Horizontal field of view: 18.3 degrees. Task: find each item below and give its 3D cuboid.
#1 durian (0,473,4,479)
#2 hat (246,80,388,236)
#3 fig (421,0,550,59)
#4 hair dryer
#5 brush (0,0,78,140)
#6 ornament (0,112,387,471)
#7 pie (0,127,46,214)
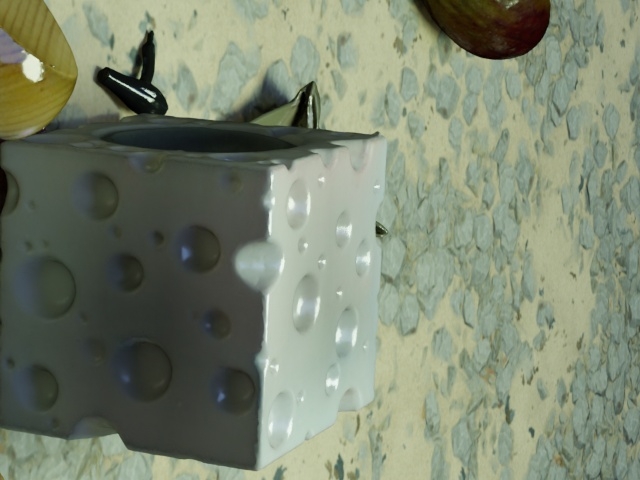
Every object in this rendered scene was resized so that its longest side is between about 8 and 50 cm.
[{"bbox_3d":[-0.318,0.173,1.455,0.191,0.112,0.341,-68,153,-45],"label":"durian"},{"bbox_3d":[-0.043,-0.046,1.938,0.144,0.173,0.166,125,-59,-77],"label":"hat"},{"bbox_3d":[0.156,-0.312,2.194,0.274,0.145,0.170,26,67,-43],"label":"fig"},{"bbox_3d":[-0.164,-0.155,1.768,0.079,0.031,0.083,33,50,-45],"label":"hair dryer"},{"bbox_3d":[-0.282,-0.127,1.442,0.174,0.166,0.267,45,10,-11],"label":"brush"},{"bbox_3d":[-0.102,0.030,1.628,0.240,0.239,0.240,-21,116,-65],"label":"ornament"},{"bbox_3d":[-0.271,-0.065,1.575,0.154,0.036,0.154,-7,98,-59],"label":"pie"}]
